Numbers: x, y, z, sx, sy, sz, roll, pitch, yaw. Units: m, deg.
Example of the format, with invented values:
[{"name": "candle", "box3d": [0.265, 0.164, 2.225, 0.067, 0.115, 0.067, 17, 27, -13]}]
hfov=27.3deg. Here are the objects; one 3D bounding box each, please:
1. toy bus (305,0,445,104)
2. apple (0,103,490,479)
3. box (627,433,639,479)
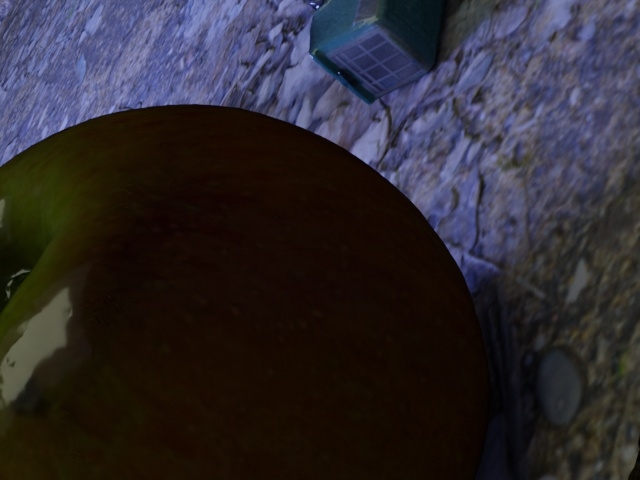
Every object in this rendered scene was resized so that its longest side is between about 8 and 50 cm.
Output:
[{"name": "toy bus", "box3d": [0.057, -0.238, 1.092, 0.109, 0.091, 0.262, -20, 48, 41]}, {"name": "apple", "box3d": [-0.078, 0.083, 0.762, 0.339, 0.339, 0.340, -43, 31, 34]}, {"name": "box", "box3d": [0.250, 0.004, 0.442, 0.264, 0.115, 0.416, -17, 49, 55]}]
